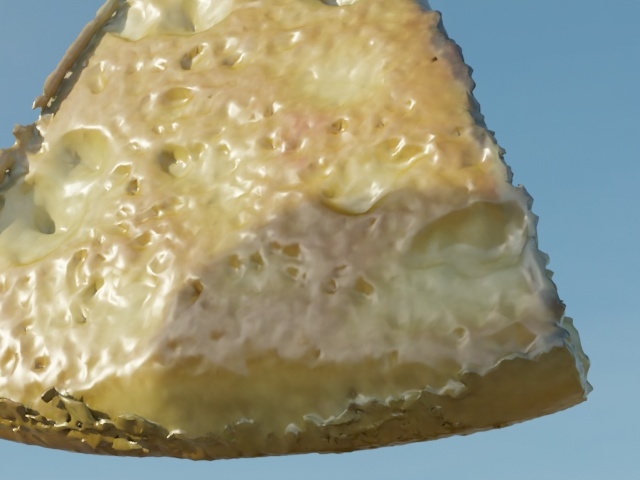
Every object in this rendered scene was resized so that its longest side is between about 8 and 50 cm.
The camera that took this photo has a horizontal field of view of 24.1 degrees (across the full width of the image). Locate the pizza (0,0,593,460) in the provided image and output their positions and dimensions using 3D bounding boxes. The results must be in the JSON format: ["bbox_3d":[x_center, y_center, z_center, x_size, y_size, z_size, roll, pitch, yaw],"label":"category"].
[{"bbox_3d":[-0.002,-0.007,0.443,0.204,0.188,0.080,9,-30,28],"label":"pizza"}]
